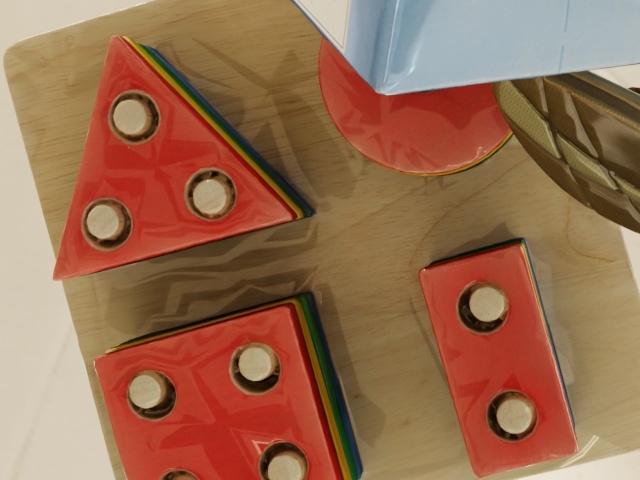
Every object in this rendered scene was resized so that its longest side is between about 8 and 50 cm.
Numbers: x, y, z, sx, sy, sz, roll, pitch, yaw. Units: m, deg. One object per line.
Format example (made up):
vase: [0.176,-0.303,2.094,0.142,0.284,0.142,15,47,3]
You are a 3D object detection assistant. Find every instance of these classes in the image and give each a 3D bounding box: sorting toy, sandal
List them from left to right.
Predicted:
sorting toy: [0.000,0.000,0.625,0.257,0.089,0.255,-15,-89,10]
sandal: [0.149,-0.030,0.517,0.180,0.049,0.072,21,-26,17]

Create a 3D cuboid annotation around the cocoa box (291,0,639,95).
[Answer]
cocoa box: [0.135,-0.212,0.467,0.228,0.347,0.231,-126,-145,-46]
